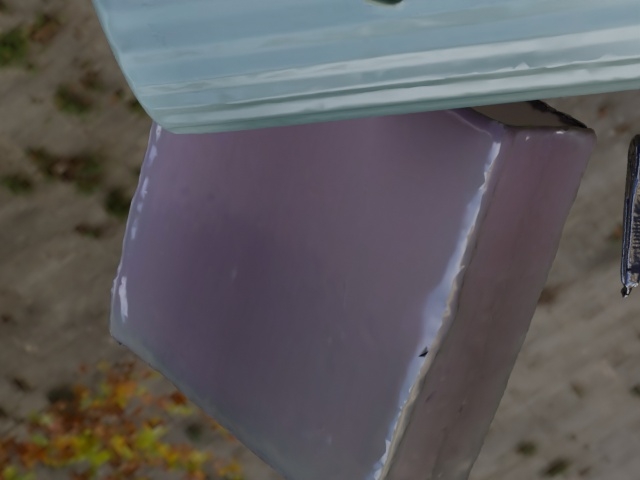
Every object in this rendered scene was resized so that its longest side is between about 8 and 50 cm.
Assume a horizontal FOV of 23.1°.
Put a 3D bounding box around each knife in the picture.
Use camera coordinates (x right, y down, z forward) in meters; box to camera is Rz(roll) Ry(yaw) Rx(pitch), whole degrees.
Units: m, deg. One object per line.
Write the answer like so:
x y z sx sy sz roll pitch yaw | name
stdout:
0.223 -0.017 1.104 0.031 0.018 0.121 -119 28 -73 | knife

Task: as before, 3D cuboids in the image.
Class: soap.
0.000 0.000 1.020 0.107 0.285 0.296 -1 -152 -45 | soap

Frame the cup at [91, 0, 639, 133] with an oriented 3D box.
0.098 -0.244 0.649 0.310 0.392 0.400 61 -160 -72 | cup
